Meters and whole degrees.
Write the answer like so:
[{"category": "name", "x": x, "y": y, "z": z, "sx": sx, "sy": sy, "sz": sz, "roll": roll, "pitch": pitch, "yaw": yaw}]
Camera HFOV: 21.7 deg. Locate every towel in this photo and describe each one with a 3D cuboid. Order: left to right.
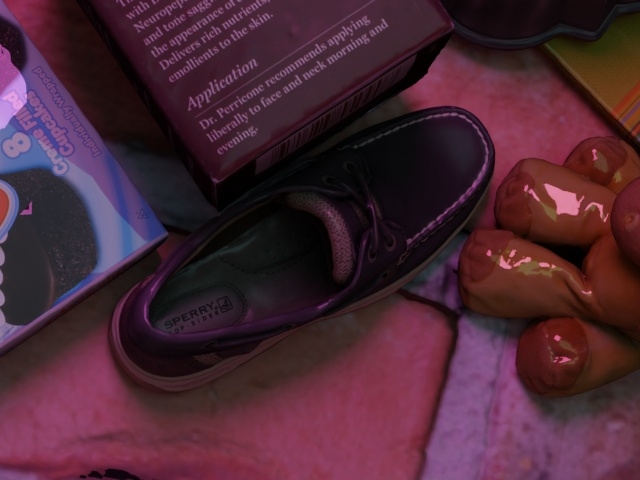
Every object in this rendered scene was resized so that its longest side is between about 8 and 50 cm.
[{"category": "towel", "x": 0.206, "y": -0.139, "z": 1.157, "sx": 0.237, "sy": 0.021, "sz": 0.102, "roll": 45, "pitch": 67, "yaw": -1}]

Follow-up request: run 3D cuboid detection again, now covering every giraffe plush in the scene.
[{"category": "giraffe plush", "x": 0.213, "y": 0.020, "z": 1.047, "sx": 0.210, "sy": 0.170, "sz": 0.181, "roll": 36, "pitch": 73, "yaw": -5}]

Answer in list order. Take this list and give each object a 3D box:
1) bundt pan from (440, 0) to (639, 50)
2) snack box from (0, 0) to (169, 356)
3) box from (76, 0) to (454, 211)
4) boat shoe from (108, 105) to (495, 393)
[{"category": "bundt pan", "x": 0.135, "y": -0.298, "z": 1.087, "sx": 0.331, "sy": 0.124, "sz": 0.330, "roll": 1, "pitch": 80, "yaw": -5}, {"category": "snack box", "x": -0.261, "y": -0.078, "z": 1.006, "sx": 0.187, "sy": 0.060, "sz": 0.322, "roll": -36, "pitch": 90, "yaw": -17}, {"category": "box", "x": -0.049, "y": -0.150, "z": 1.002, "sx": 0.168, "sy": 0.167, "sz": 0.203, "roll": -33, "pitch": 88, "yaw": -4}, {"category": "boat shoe", "x": 0.000, "y": 0.000, "z": 1.039, "sx": 0.285, "sy": 0.092, "sz": 0.102, "roll": -29, "pitch": 88, "yaw": -17}]
